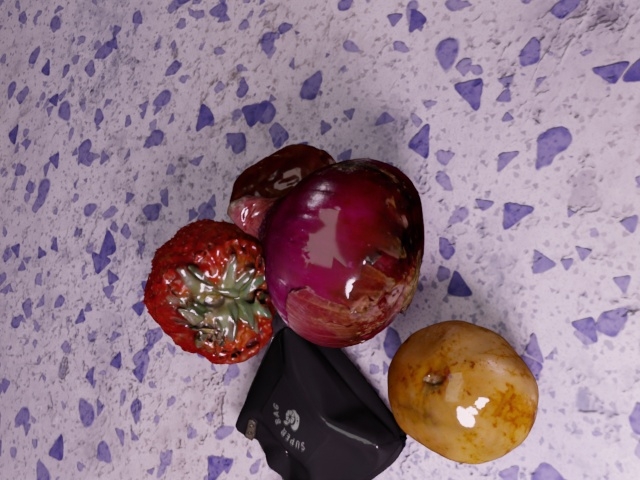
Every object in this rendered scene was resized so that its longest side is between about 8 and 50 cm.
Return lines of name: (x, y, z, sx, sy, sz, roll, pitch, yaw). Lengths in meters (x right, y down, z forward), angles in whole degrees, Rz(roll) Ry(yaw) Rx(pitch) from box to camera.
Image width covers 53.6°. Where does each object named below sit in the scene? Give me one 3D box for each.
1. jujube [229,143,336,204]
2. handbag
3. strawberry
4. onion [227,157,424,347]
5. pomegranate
jujube: (-0.076, -0.104, 1.340, 0.250, 0.174, 0.174, -30, 65, 24)
handbag: (-0.031, 0.356, 1.228, 0.342, 0.152, 0.288, 47, 115, 32)
strawberry: (-0.245, 0.101, 1.338, 0.351, 0.267, 0.312, 24, 130, 54)
onion: (0.000, 0.000, 1.154, 0.385, 0.348, 0.348, 22, 91, 16)
pomegranate: (0.231, 0.249, 1.044, 0.248, 0.248, 0.248, -8, 75, 30)
